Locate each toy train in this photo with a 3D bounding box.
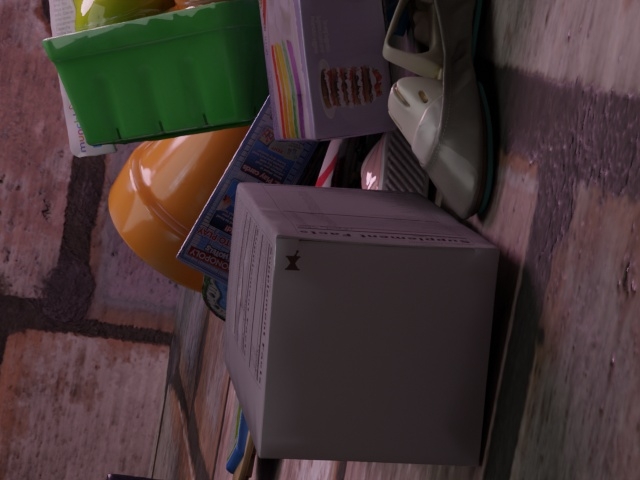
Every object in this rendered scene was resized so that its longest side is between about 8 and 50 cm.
[{"bbox_3d":[0.033,-0.031,1.488,0.036,0.027,0.158,-113,33,-80],"label":"toy train"}]

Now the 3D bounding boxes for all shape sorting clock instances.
[{"bbox_3d":[-0.069,0.173,1.889,0.206,0.040,0.206,-172,90,-85],"label":"shape sorting clock"}]

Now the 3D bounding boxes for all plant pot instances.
[{"bbox_3d":[-0.095,-0.075,1.878,0.188,0.205,0.205,-57,20,31],"label":"plant pot"}]

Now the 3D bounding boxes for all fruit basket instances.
[{"bbox_3d":[-0.129,-0.269,1.644,0.165,0.327,0.353,1,-97,-56],"label":"fruit basket"}]

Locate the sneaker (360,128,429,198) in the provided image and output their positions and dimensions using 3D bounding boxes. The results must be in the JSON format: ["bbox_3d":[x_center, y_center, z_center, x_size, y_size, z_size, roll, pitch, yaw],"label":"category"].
[{"bbox_3d":[0.052,-0.022,1.290,0.070,0.051,0.134,169,113,-82],"label":"sneaker"}]

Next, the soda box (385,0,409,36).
[{"bbox_3d":[0.043,-0.270,1.513,0.210,0.071,0.067,-90,13,-45],"label":"soda box"}]

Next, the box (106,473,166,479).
[{"bbox_3d":[-0.166,0.467,1.777,0.313,0.178,0.343,-88,12,-46],"label":"box"}]

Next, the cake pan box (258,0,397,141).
[{"bbox_3d":[-0.005,-0.206,1.311,0.246,0.070,0.267,-157,60,-79],"label":"cake pan box"}]

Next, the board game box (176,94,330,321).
[{"bbox_3d":[-0.060,-0.018,1.501,0.194,0.060,0.194,-59,-6,-33],"label":"board game box"}]

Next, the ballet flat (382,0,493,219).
[{"bbox_3d":[0.074,-0.104,1.164,0.072,0.068,0.213,110,166,-52],"label":"ballet flat"}]

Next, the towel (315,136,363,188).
[{"bbox_3d":[0.000,0.000,1.644,0.237,0.037,0.329,121,156,-70],"label":"towel"}]

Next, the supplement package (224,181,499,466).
[{"bbox_3d":[0.017,0.046,1.124,0.244,0.139,0.134,-127,41,-79],"label":"supplement package"}]
